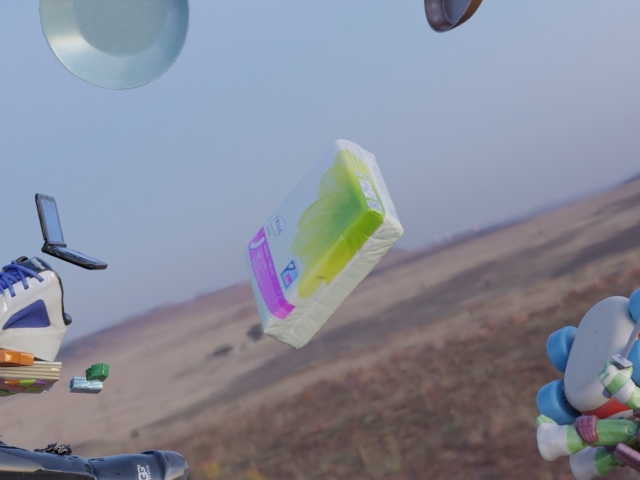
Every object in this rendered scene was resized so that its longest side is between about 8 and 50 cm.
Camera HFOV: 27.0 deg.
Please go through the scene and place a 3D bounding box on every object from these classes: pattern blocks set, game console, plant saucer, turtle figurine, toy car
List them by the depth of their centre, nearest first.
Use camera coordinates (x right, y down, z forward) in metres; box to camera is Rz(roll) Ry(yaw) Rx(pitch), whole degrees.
[{"bbox_3d":[-0.257,-0.289,1.687,0.195,0.195,0.037,-19,11,11],"label":"plant saucer"},{"bbox_3d":[0.183,-0.348,1.723,0.029,0.168,0.168,11,-12,-20],"label":"plant saucer"},{"bbox_3d":[-0.332,-0.010,1.784,0.107,0.071,0.122,21,0,1],"label":"game console"},{"bbox_3d":[0.442,0.222,1.839,0.266,0.275,0.197,-23,-9,35],"label":"turtle figurine"},{"bbox_3d":[-0.463,0.193,1.887,0.324,0.026,0.285,1,-16,-8],"label":"pattern blocks set"},{"bbox_3d":[0.500,0.222,2.062,0.219,0.238,0.210,-36,25,43],"label":"toy car"}]

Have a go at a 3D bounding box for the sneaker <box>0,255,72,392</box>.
[{"bbox_3d":[-0.494,0.091,1.998,0.127,0.182,0.315,20,-9,47],"label":"sneaker"}]

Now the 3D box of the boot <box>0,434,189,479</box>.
[{"bbox_3d":[-0.447,0.347,1.708,0.445,0.146,0.367,9,-35,-37],"label":"boot"}]

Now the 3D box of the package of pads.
[{"bbox_3d":[0.000,0.000,2.239,0.101,0.229,0.296,27,-63,-30],"label":"package of pads"}]
